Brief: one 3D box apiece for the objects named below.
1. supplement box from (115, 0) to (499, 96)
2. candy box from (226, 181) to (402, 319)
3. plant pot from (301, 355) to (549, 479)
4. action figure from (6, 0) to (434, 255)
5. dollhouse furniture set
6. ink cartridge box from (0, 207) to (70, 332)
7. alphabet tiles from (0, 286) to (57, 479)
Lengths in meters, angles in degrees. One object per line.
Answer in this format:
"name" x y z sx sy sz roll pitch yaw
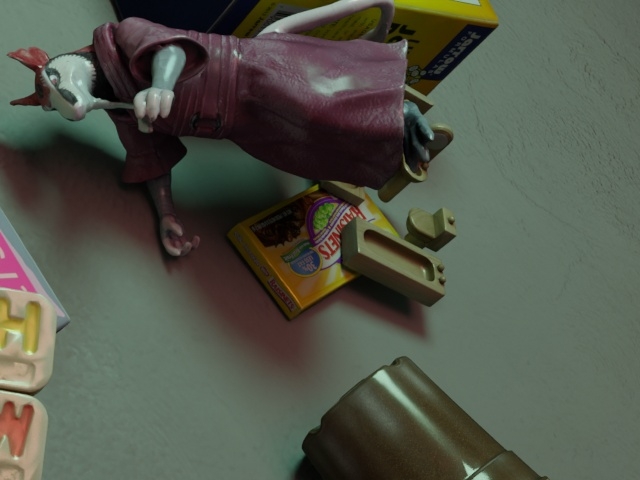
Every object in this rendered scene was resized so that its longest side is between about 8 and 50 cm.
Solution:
"supplement box" -0.021 -0.264 1.545 0.357 0.195 0.194 2 56 -43
"candy box" 0.000 0.000 1.461 0.105 0.027 0.206 54 37 5
"plant pot" 0.080 0.201 1.258 0.165 0.167 0.167 48 36 15
"action figure" -0.090 -0.148 1.295 0.370 0.248 0.275 9 62 -14
"dollhouse furniture set" 0.092 -0.047 1.467 0.144 0.123 0.151 27 41 -28
"ink cartridge box" -0.339 0.055 0.947 0.311 0.065 0.185 -33 92 -32
"alphabet tiles" -0.305 0.078 0.909 0.284 0.021 0.278 13 67 -26
